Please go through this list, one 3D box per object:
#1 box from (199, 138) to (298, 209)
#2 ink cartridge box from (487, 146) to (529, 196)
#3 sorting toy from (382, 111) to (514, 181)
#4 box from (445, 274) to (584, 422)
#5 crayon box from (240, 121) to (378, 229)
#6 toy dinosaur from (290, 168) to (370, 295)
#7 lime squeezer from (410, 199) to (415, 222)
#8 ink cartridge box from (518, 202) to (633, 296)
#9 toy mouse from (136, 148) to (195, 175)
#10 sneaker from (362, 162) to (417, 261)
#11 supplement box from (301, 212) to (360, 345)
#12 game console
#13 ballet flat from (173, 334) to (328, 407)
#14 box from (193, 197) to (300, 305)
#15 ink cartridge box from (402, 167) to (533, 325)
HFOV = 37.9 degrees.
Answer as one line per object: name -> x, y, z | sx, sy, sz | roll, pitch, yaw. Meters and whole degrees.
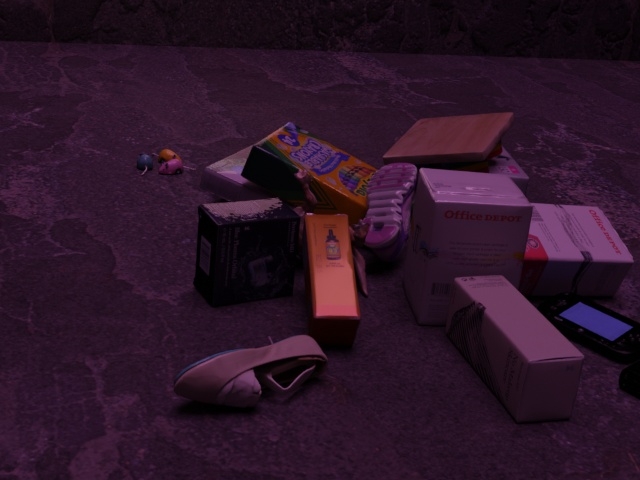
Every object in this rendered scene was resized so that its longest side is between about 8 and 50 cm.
box -> -0.088, -0.135, 2.067 | 0.232, 0.059, 0.322 | 25, 25, 14
ink cartridge box -> 0.373, -0.186, 2.358 | 0.238, 0.060, 0.275 | 4, 23, -7
sorting toy -> 0.322, -0.220, 2.281 | 0.255, 0.089, 0.257 | 0, 27, 30
box -> 0.293, 0.160, 1.447 | 0.094, 0.113, 0.275 | -2, 23, -16
crayon box -> 0.021, -0.120, 1.957 | 0.322, 0.083, 0.203 | 30, 28, 7
toy dinosaur -> 0.000, 0.000, 1.767 | 0.295, 0.200, 0.127 | 37, 73, 15
lime squeezer -> 0.211, -0.055, 1.938 | 0.310, 0.059, 0.110 | -37, 10, -30
ink cartridge box -> 0.444, 0.016, 1.775 | 0.237, 0.100, 0.172 | 2, 40, -17
toy mouse -> -0.381, -0.185, 2.204 | 0.161, 0.031, 0.143 | 18, 25, 26
sneaker -> 0.141, -0.051, 1.829 | 0.095, 0.105, 0.236 | -3, 48, 25
supplement box -> 0.014, 0.061, 1.550 | 0.078, 0.080, 0.233 | 2, 49, -7
game console -> 0.516, 0.176, 1.549 | 0.213, 0.044, 0.361 | -14, 29, -39
ballet flat -> -0.089, 0.193, 1.328 | 0.248, 0.086, 0.086 | -14, 30, -40
box -> -0.129, 0.018, 1.621 | 0.158, 0.156, 0.093 | -7, 27, -28
ink cartridge box -> 0.251, 0.011, 1.631 | 0.171, 0.233, 0.168 | 3, 23, -7
